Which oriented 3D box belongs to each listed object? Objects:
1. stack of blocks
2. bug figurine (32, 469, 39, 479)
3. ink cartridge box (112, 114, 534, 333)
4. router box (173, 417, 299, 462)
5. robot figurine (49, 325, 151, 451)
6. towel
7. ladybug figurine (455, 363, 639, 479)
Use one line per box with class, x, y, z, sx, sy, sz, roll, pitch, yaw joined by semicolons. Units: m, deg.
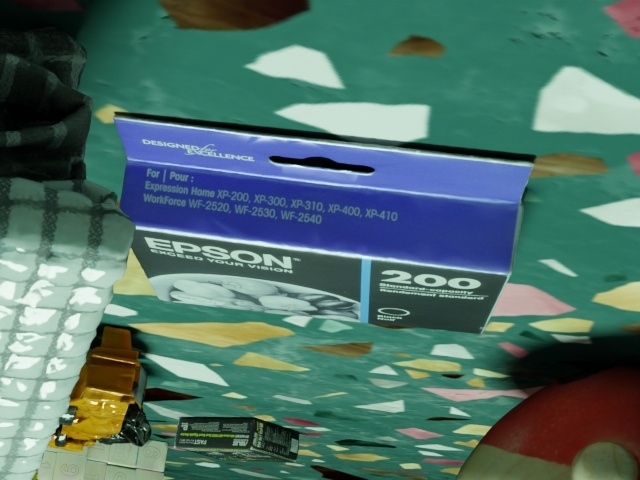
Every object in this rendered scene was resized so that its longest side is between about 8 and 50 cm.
stack of blocks;-0.369;0.302;1.770;0.297;0.087;0.171;15;161;-24
bug figurine;-0.323;0.176;1.068;0.072;0.279;0.216;-25;145;-32
ink cartridge box;0.000;0.000;0.692;0.206;0.045;0.208;6;162;4
router box;-0.101;0.241;1.544;0.122;0.038;0.092;-5;160;35
robot figurine;-0.252;0.139;1.189;0.211;0.085;0.291;11;162;-11
towel;-0.225;0.019;0.542;0.235;0.121;0.284;7;142;-20
ladybug figurine;0.272;0.217;1.045;0.305;0.162;0.449;13;163;22
